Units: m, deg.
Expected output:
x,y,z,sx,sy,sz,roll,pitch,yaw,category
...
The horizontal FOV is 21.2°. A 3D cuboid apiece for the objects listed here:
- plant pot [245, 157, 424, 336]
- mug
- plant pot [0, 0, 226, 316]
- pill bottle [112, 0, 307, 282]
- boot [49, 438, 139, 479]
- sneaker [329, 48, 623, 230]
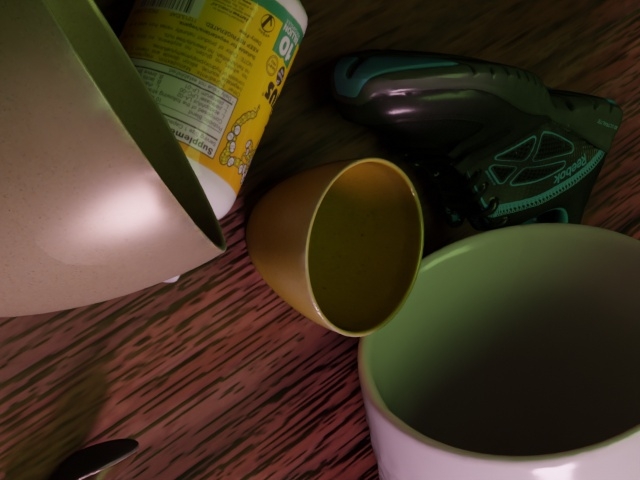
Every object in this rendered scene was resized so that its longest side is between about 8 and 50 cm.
x,y,z,sx,sy,sz,roll,pitch,yaw,category
0.000,0.000,1.300,0.134,0.095,0.134,-10,104,-47,plant pot
0.203,0.166,1.450,0.374,0.276,0.328,-68,153,-47,mug
-0.206,-0.066,0.966,0.191,0.284,0.284,-32,127,2,plant pot
-0.097,-0.083,1.161,0.117,0.117,0.208,37,70,-45,pill bottle
-0.158,0.209,1.208,0.106,0.037,0.114,-29,116,-26,boot
0.134,-0.075,1.416,0.341,0.125,0.140,10,95,-46,sneaker
